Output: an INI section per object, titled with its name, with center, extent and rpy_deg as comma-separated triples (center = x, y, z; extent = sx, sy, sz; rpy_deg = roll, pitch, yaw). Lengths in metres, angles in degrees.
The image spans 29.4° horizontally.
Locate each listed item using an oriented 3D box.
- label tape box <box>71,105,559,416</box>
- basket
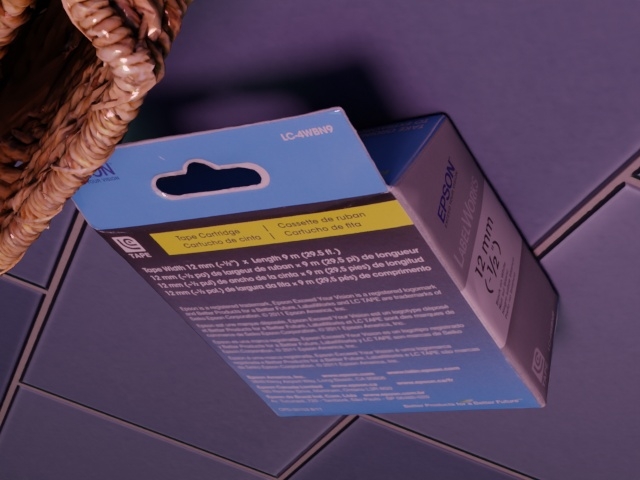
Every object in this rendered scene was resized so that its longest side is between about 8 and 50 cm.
[label tape box]
center = 0.000, 0.000, 0.906
extent = 0.249, 0.115, 0.348
rpy_deg = -7, 139, 31
[basket]
center = -0.202, -0.143, 0.669
extent = 0.213, 0.223, 0.299
rpy_deg = 29, 146, -20
